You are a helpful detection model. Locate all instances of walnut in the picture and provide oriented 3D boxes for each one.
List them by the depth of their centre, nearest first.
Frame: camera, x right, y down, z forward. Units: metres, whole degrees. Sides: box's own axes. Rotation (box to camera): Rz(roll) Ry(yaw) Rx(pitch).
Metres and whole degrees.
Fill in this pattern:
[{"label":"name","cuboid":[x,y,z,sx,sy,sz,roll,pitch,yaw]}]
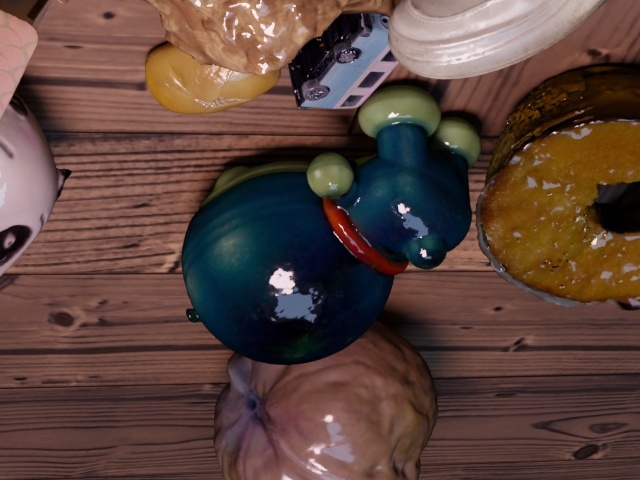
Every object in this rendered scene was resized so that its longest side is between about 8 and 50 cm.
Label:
[{"label":"walnut","cuboid":[0.008,0.197,1.953,0.248,0.248,0.248,-7,149,-4]}]

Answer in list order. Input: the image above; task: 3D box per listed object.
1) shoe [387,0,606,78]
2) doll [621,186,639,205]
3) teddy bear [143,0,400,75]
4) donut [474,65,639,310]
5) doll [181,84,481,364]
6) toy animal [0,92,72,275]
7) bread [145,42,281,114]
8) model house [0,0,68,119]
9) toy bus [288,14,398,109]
[{"label":"shoe","cuboid":[0.164,-0.258,1.296,0.316,0.124,0.159,-38,133,-5]},{"label":"doll","cuboid":[0.372,-0.024,1.820,0.137,0.097,0.209,8,151,-33]},{"label":"teddy bear","cuboid":[-0.064,-0.234,1.314,0.246,0.222,0.296,-16,-170,21]},{"label":"donut","cuboid":[0.274,-0.052,1.684,0.272,0.107,0.272,0,136,0]},{"label":"doll","cuboid":[0.001,0.000,1.671,0.322,0.186,0.198,-32,142,29]},{"label":"toy animal","cuboid":[-0.337,-0.045,1.516,0.235,0.165,0.187,-11,137,7]},{"label":"bread","cuboid":[-0.088,-0.139,1.533,0.115,0.056,0.082,-16,148,12]},{"label":"model house","cuboid":[-0.318,-0.070,1.274,0.169,0.244,0.326,27,115,-13]},{"label":"toy bus","cuboid":[0.029,-0.162,1.524,0.075,0.060,0.123,4,149,-30]}]
